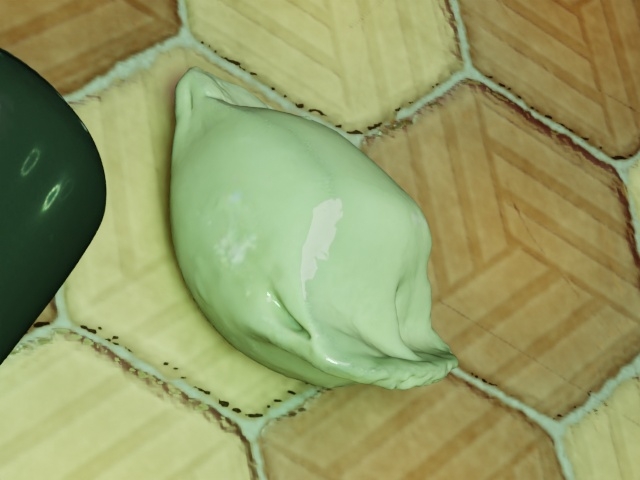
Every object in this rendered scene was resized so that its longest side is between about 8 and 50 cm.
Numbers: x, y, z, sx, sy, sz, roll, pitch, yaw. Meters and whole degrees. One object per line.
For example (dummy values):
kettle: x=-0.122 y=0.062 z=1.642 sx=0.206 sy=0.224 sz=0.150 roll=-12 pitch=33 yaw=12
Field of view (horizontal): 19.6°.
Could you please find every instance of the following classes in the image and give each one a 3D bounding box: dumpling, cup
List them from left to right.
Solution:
cup: x=-0.233 y=-0.010 z=0.945 sx=0.223 sy=0.169 sz=0.176 roll=13 pitch=59 yaw=16
dumpling: x=0.000 y=0.000 z=1.107 sx=0.179 sy=0.131 sz=0.252 roll=13 pitch=34 yaw=-48
